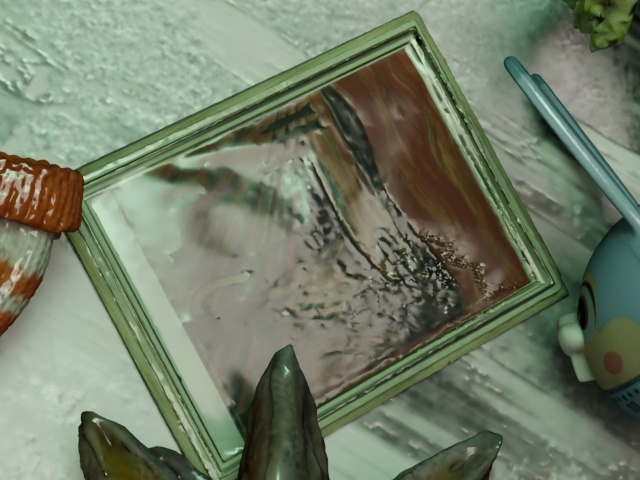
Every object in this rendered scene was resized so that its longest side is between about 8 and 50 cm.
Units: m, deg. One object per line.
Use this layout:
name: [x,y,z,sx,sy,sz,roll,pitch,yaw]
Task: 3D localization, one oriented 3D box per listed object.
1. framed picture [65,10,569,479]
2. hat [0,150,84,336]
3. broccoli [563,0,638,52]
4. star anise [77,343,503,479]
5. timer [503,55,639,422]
framed picture: [0.000,0.000,0.752,0.273,0.016,0.216,-29,88,-18]
hat: [-0.198,0.030,0.658,0.112,0.093,0.162,15,82,0]
broccoli: [0.271,-0.160,0.761,0.263,0.247,0.243,-21,123,-53]
star anise: [-0.020,0.220,0.641,0.331,0.117,0.332,0,81,1]
timer: [0.193,0.019,0.741,0.255,0.175,0.175,31,73,12]
